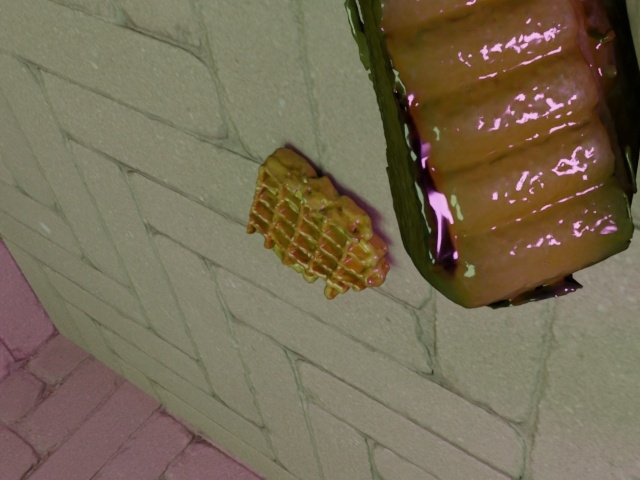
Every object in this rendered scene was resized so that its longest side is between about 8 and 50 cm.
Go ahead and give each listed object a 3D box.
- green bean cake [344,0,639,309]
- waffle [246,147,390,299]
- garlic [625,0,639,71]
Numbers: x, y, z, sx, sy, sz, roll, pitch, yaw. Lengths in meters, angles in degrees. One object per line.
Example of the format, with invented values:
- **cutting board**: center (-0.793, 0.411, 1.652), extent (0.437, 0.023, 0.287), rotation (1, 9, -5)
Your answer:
- **green bean cake**: center (0.135, -0.127, 0.651), extent (0.285, 0.202, 0.309), rotation (-105, -2, -74)
- **waffle**: center (0.000, 0.000, 1.130), extent (0.219, 0.057, 0.229), rotation (37, 151, 11)
- **garlic**: center (0.250, -0.158, 0.537), extent (0.090, 0.129, 0.198), rotation (2, 106, 60)
